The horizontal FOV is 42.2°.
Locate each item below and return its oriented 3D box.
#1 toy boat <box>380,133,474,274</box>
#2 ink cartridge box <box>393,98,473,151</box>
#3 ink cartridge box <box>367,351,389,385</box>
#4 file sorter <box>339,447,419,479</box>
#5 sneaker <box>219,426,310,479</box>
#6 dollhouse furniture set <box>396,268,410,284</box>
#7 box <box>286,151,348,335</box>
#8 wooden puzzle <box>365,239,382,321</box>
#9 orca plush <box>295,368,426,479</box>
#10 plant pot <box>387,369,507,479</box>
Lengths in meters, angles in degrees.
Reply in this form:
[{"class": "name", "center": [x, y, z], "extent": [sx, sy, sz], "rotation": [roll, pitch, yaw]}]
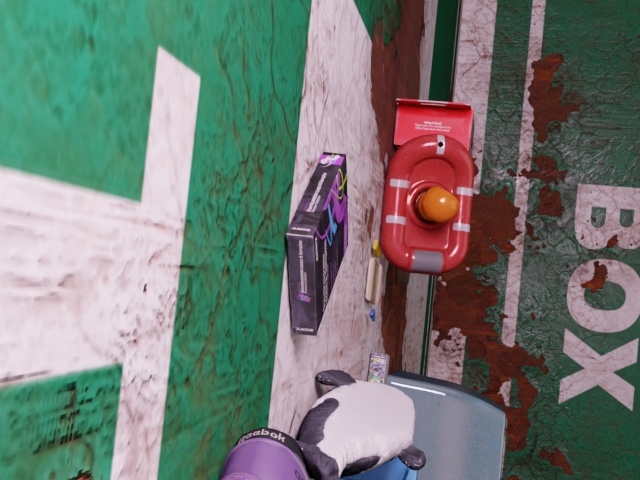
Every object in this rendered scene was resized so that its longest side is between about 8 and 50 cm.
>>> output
[{"class": "toy boat", "center": [0.184, -0.059, 1.351], "extent": [0.151, 0.151, 0.231], "rotation": [173, -78, -82]}, {"class": "ink cartridge box", "center": [0.206, -0.193, 1.491], "extent": [0.231, 0.134, 0.078], "rotation": [11, 85, -78]}, {"class": "ink cartridge box", "center": [0.096, 0.250, 1.418], "extent": [0.063, 0.029, 0.115], "rotation": [45, 52, -76]}, {"class": "file sorter", "center": [0.047, 0.339, 0.995], "extent": [0.104, 0.118, 0.170], "rotation": [-32, 126, -72]}, {"class": "sneaker", "center": [-0.025, 0.266, 0.647], "extent": [0.124, 0.107, 0.283], "rotation": [-79, 169, -54]}, {"class": "dollhouse furniture set", "center": [0.220, 0.013, 1.682], "extent": [0.151, 0.123, 0.144], "rotation": [83, 17, -47]}, {"class": "box", "center": [0.000, 0.000, 0.823], "extent": [0.162, 0.029, 0.116], "rotation": [-67, 159, -54]}, {"class": "wooden puzzle", "center": [0.082, 0.064, 1.306], "extent": [0.078, 0.014, 0.116], "rotation": [51, 45, -68]}, {"class": "orca plush", "center": [0.027, 0.237, 0.898], "extent": [0.102, 0.151, 0.287], "rotation": [-55, 179, 15]}, {"class": "plant pot", "center": [0.262, 0.419, 1.761], "extent": [0.248, 0.252, 0.247], "rotation": [29, 68, -77]}]
